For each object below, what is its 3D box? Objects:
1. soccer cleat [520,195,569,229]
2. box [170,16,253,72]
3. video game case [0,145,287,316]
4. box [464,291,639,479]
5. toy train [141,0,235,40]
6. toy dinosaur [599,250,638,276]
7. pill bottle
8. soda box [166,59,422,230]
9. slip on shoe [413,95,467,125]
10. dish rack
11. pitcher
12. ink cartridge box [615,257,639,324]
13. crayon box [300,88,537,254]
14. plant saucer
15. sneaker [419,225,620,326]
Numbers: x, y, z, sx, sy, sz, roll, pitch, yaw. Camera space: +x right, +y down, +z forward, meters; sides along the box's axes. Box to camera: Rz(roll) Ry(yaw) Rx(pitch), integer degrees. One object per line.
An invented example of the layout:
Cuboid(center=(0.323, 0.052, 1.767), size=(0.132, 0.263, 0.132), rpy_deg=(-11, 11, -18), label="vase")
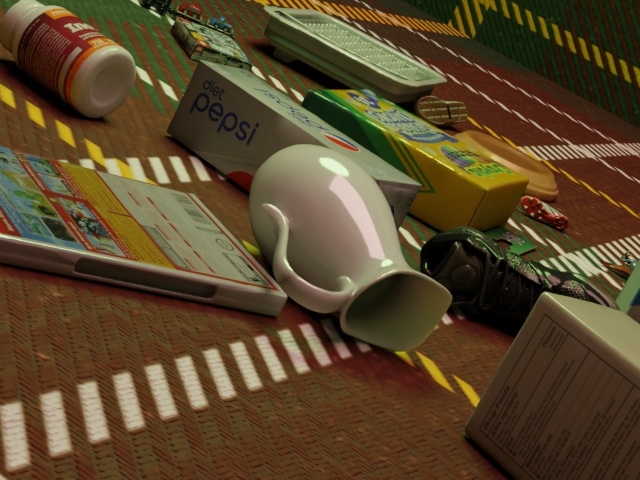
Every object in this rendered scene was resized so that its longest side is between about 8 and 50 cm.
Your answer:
Cuboid(center=(0.330, -0.041, 2.151), size=(0.083, 0.029, 0.035), rpy_deg=(27, 7, -9), label="soccer cleat")
Cuboid(center=(-0.162, -0.286, 2.155), size=(0.094, 0.027, 0.137), rpy_deg=(17, 18, -26), label="box")
Cuboid(center=(-0.188, -0.015, 1.253), size=(0.285, 0.025, 0.204), rpy_deg=(14, 20, -38), label="video game case")
Cuboid(center=(0.271, 0.182, 1.128), size=(0.121, 0.148, 0.311), rpy_deg=(13, 22, -42), label="box")
Cuboid(center=(-0.204, -0.356, 2.296), size=(0.158, 0.036, 0.027), rpy_deg=(24, 16, -10), label="toy train")
Cuboid(center=(0.449, 0.055, 2.046), size=(0.090, 0.047, 0.082), rpy_deg=(-13, 37, -11), label="toy dinosaur")
Cuboid(center=(-0.281, -0.204, 1.596), size=(0.152, 0.086, 0.086), rpy_deg=(35, 18, 28), label="pill bottle")
Cuboid(center=(-0.034, -0.090, 1.599), size=(0.286, 0.098, 0.091), rpy_deg=(36, 17, 31), label="soda box")
Cuboid(center=(0.198, -0.219, 2.493), size=(0.041, 0.051, 0.135), rpy_deg=(-12, -4, 40), label="slip on shoe")
Cuboid(center=(0.054, -0.304, 2.475), size=(0.286, 0.072, 0.333), rpy_deg=(29, 16, 12), label="dish rack")
Cuboid(center=(0.000, 0.000, 1.328), size=(0.178, 0.125, 0.207), rpy_deg=(14, 30, -45), label="pitcher")
Cuboid(center=(0.433, 0.103, 1.623), size=(0.203, 0.148, 0.086), rpy_deg=(26, 15, -1), label="ink cartridge box")
Cuboid(center=(0.139, -0.093, 1.910), size=(0.323, 0.083, 0.203), rpy_deg=(32, 17, 17), label="crayon box")
Cuboid(center=(0.298, -0.126, 2.353), size=(0.200, 0.037, 0.200), rpy_deg=(24, 16, -7), label="plant saucer")
Cuboid(center=(0.199, 0.055, 1.535), size=(0.228, 0.087, 0.130), rpy_deg=(30, 18, 24), label="sneaker")
